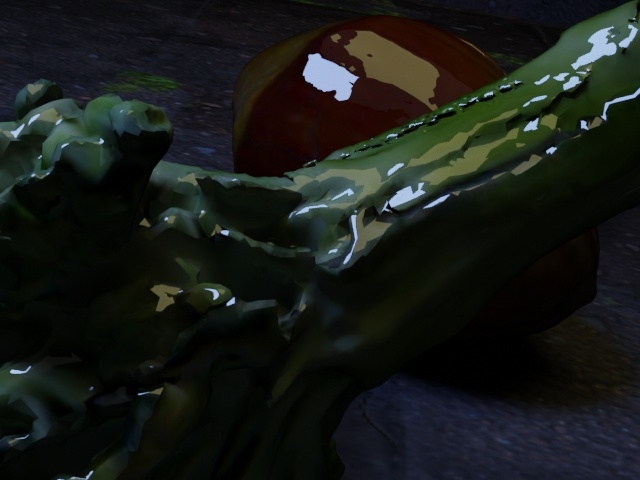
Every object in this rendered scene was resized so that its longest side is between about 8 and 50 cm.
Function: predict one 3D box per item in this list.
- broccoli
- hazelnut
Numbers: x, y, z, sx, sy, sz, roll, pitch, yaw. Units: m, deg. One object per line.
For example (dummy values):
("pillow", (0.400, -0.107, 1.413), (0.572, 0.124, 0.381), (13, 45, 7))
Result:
("broccoli", (-0.015, -0.007, 0.460), (0.198, 0.275, 0.177), (37, 14, -35))
("hazelnut", (0.054, -0.031, 0.790), (0.180, 0.181, 0.212), (-8, 3, 10))
